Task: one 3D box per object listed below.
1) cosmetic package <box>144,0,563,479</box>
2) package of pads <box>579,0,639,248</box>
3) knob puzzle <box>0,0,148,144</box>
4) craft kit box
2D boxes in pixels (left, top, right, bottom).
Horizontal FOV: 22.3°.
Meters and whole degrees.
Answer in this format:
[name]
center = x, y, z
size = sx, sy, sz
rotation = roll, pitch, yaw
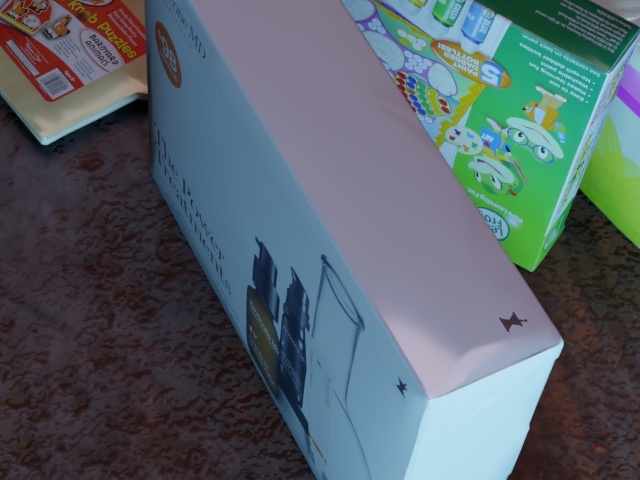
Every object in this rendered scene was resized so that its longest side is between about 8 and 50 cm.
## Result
[cosmetic package]
center = 0.000, 0.000, 1.059
size = 0.097, 0.284, 0.377
rotation = -21, 61, -19
[package of pads]
center = 0.287, -0.052, 1.161
size = 0.101, 0.229, 0.296
rotation = -35, 65, -14
[knob puzzle]
center = -0.187, -0.174, 1.301
size = 0.213, 0.030, 0.213
rotation = 3, 57, -4
[craft kit box]
center = 0.082, -0.117, 1.168
size = 0.250, 0.246, 0.061
rotation = 30, 62, 13
